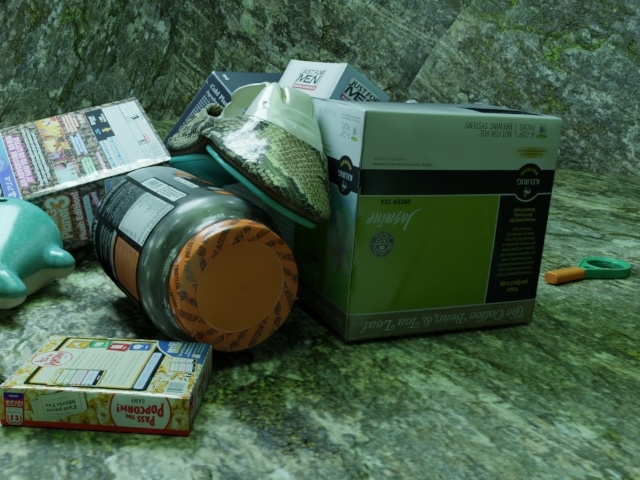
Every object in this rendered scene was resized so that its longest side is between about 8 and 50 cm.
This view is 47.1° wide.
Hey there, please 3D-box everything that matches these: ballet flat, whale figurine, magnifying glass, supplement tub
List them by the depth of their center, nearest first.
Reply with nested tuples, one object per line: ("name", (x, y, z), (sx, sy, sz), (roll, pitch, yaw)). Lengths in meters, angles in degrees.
("supplement tub", (-0.181, 0.020, 1.025), (0.207, 0.207, 0.338), (-5, 17, -31))
("ballet flat", (-0.101, -0.153, 1.093), (0.164, 0.182, 0.483), (30, -3, -29))
("whale figurine", (-0.481, 0.017, 1.098), (0.216, 0.141, 0.272), (0, 15, -14))
("magnifying glass", (0.513, 0.058, 1.416), (0.231, 0.026, 0.092), (-8, 18, -36))

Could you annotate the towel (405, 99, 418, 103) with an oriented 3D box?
("towel", (0.203, -0.098, 1.397), (0.121, 0.235, 0.284), (-30, 34, 41))

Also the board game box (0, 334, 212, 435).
("board game box", (-0.226, 0.154, 0.807), (0.193, 0.045, 0.147), (4, 14, 1))

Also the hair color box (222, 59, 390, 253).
("hair color box", (-0.054, -0.117, 1.255), (0.113, 0.374, 0.185), (29, -3, -36))

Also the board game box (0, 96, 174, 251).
("board game box", (-0.439, -0.121, 1.364), (0.291, 0.141, 0.232), (-18, 46, -20))

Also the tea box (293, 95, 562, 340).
("tea box", (0.150, -0.044, 1.115), (0.329, 0.324, 0.220), (-1, 15, -24))

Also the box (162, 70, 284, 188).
("box", (-0.169, -0.198, 1.622), (0.179, 0.312, 0.343), (50, 30, 12))

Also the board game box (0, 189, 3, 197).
("board game box", (-0.616, -0.080, 1.465), (0.194, 0.060, 0.194), (-1, 42, -9))
